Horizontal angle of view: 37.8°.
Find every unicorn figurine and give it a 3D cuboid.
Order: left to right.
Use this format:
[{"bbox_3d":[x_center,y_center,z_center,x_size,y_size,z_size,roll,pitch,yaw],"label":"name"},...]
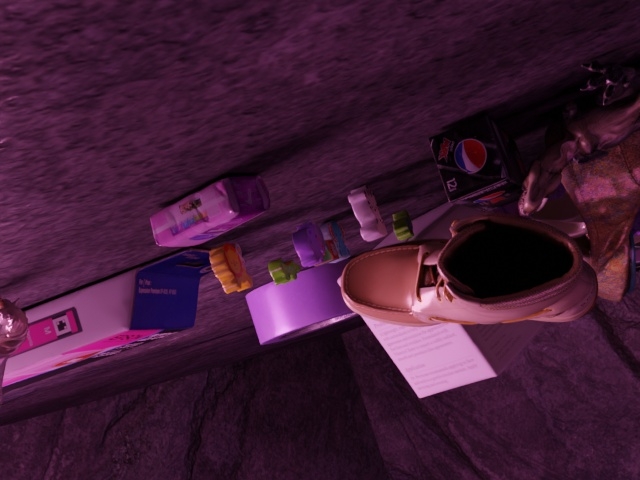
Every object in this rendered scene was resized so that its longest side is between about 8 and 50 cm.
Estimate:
[{"bbox_3d":[-0.308,0.105,0.844,0.111,0.161,0.060,8,-168,31],"label":"unicorn figurine"}]

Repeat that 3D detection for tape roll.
[{"bbox_3d":[-0.014,0.094,1.440,0.189,0.080,0.189,-18,172,-3],"label":"tape roll"}]

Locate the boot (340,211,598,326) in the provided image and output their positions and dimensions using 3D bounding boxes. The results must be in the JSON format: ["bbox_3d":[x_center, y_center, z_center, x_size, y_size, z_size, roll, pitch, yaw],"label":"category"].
[{"bbox_3d":[0.122,0.031,0.886,0.262,0.095,0.203,3,172,20],"label":"boot"}]

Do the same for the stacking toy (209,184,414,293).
[{"bbox_3d":[0.000,0.000,0.983,0.167,0.052,0.221,-21,174,15],"label":"stacking toy"}]

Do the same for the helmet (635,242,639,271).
[{"bbox_3d":[0.481,-0.035,1.444,0.162,0.169,0.169,-1,170,-4],"label":"helmet"}]

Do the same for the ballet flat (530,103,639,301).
[{"bbox_3d":[0.270,-0.027,0.963,0.123,0.123,0.348,-19,152,3],"label":"ballet flat"}]

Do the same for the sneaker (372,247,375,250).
[{"bbox_3d":[0.113,0.037,1.398,0.093,0.088,0.225,0,178,21],"label":"sneaker"}]

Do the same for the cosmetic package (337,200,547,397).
[{"bbox_3d":[0.153,0.065,1.133,0.151,0.183,0.151,-37,-175,-37],"label":"cosmetic package"}]

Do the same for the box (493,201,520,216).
[{"bbox_3d":[0.383,-0.049,1.239,0.243,0.117,0.214,-25,169,35],"label":"box"}]

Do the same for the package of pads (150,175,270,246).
[{"bbox_3d":[-0.083,-0.021,0.713,0.083,0.031,0.050,-24,173,33],"label":"package of pads"}]

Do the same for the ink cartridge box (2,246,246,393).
[{"bbox_3d":[-0.266,0.099,1.014,0.371,0.069,0.176,-22,171,11],"label":"ink cartridge box"}]

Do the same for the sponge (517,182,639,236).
[{"bbox_3d":[0.340,-0.054,1.112,0.210,0.117,0.031,-25,175,34],"label":"sponge"}]

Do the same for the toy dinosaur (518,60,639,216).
[{"bbox_3d":[0.261,-0.117,0.742,0.268,0.064,0.118,-31,164,6],"label":"toy dinosaur"}]

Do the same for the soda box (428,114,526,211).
[{"bbox_3d":[0.146,-0.064,0.829,0.053,0.060,0.169,-20,172,17],"label":"soda box"}]
